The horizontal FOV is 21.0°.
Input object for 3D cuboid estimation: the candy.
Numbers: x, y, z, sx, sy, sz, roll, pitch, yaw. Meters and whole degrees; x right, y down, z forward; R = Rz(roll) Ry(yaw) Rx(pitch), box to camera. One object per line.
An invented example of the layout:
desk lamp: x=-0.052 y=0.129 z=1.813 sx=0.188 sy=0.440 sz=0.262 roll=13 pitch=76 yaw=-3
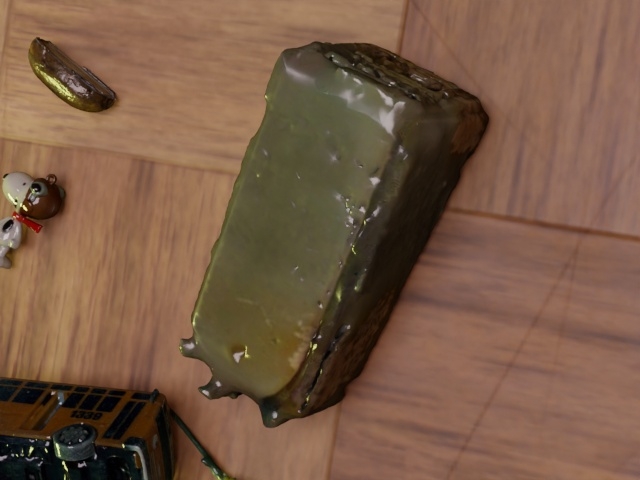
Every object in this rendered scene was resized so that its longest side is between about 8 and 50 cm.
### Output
candy: x=-0.087 y=0.177 z=1.361 sx=0.035 sy=0.035 sz=0.123 roll=-41 pitch=70 yaw=9

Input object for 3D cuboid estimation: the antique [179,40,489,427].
antique: x=0.000 y=0.000 z=1.294 sx=0.125 sy=0.150 sz=0.284 roll=29 pitch=105 yaw=20

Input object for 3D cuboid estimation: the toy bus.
toy bus: x=-0.202 y=0.165 z=1.354 sx=0.182 sy=0.103 sz=0.091 roll=4 pitch=118 yaw=17

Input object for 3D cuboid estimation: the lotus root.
lotus root: x=-0.205 y=-0.129 z=1.398 sx=0.083 sy=0.037 sz=0.030 roll=38 pitch=103 yaw=14

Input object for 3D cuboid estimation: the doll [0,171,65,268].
doll: x=-0.244 y=-0.017 z=1.407 sx=0.058 sy=0.040 sz=0.085 roll=16 pitch=89 yaw=29
